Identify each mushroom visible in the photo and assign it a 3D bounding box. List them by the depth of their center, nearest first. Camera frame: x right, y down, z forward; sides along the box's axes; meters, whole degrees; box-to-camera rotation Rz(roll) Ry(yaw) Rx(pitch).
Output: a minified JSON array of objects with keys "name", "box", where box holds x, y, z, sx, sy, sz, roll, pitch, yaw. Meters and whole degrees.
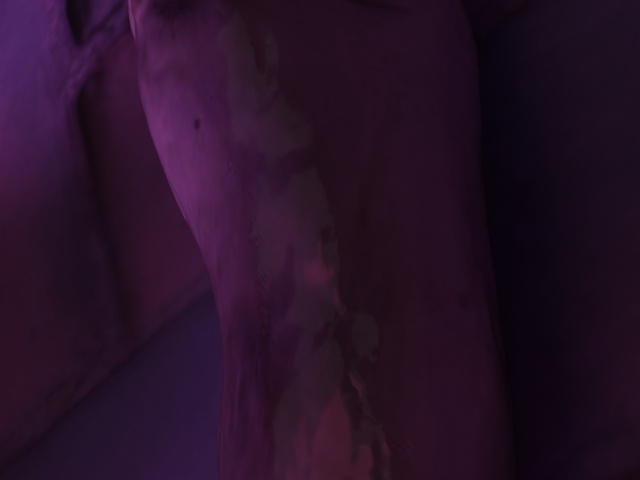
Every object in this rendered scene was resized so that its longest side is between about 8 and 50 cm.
[{"name":"mushroom","box":[0.002,0.000,0.538,0.109,0.097,0.351,-35,49,34]}]
